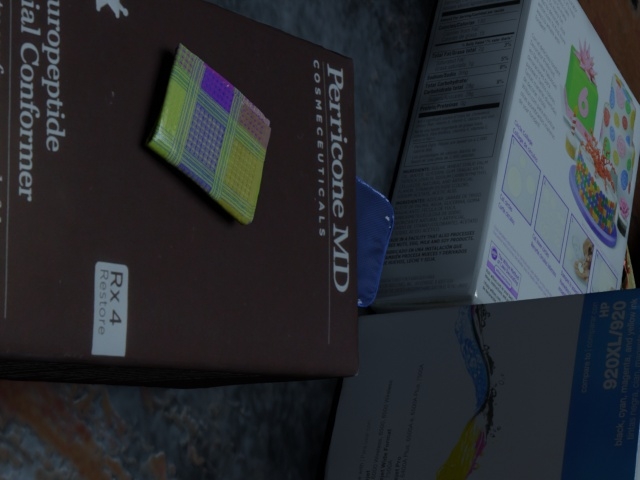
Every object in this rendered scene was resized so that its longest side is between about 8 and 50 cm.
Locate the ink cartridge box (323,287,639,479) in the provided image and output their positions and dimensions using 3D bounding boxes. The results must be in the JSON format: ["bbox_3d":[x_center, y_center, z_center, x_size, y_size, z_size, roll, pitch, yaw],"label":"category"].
[{"bbox_3d":[0.145,0.152,1.047,0.171,0.232,0.168,46,46,-44],"label":"ink cartridge box"}]

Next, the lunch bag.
[{"bbox_3d":[0.000,0.000,1.000,0.067,0.065,0.098,36,56,-31],"label":"lunch bag"}]

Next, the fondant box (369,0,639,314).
[{"bbox_3d":[0.164,-0.035,1.234,0.238,0.096,0.330,46,50,-44],"label":"fondant box"}]

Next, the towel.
[{"bbox_3d":[-0.052,-0.049,0.725,0.083,0.009,0.060,40,54,-47],"label":"towel"}]

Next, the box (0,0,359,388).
[{"bbox_3d":[-0.133,-0.027,0.730,0.381,0.143,0.191,10,77,-58],"label":"box"}]

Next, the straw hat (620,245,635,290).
[{"bbox_3d":[0.251,0.028,1.391,0.144,0.061,0.145,-11,90,-74],"label":"straw hat"}]
